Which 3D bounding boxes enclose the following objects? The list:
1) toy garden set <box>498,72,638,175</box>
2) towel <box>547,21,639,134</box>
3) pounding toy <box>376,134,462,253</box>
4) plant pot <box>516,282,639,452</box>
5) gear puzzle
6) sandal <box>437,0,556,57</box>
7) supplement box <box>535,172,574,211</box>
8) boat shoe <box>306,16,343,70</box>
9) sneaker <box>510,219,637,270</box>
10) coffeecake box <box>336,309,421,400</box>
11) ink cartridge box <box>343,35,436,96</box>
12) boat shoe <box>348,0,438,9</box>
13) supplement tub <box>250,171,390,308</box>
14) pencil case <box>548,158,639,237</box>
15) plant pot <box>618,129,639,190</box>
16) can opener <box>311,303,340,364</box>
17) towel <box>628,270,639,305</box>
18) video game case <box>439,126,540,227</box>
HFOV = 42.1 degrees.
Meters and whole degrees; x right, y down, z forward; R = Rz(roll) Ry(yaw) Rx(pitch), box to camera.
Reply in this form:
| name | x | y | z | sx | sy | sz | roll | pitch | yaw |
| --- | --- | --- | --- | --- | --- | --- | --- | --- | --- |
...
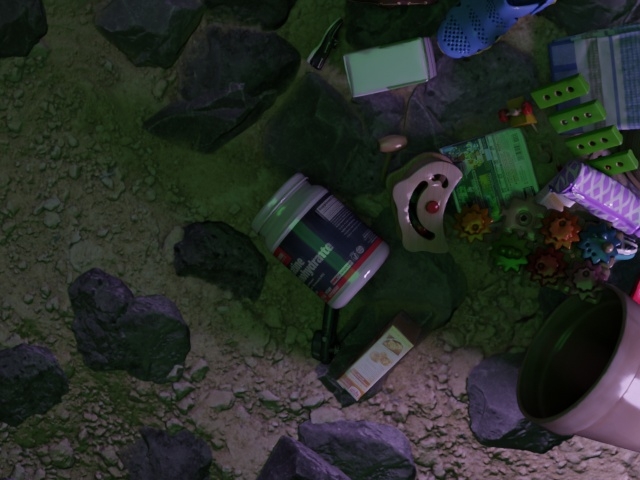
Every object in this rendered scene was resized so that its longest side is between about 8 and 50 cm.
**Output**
| name | x | y | z | sx | sy | sz | roll | pitch | yaw |
| --- | --- | --- | --- | --- | --- | --- | --- | --- | --- |
| toy garden set | 0.505 | -0.227 | 1.711 | 0.204 | 0.049 | 0.244 | -14 | 126 | 46 |
| towel | 0.600 | -0.325 | 1.663 | 0.285 | 0.034 | 0.209 | -2 | 101 | 42 |
| pounding toy | 0.220 | -0.116 | 1.818 | 0.154 | 0.155 | 0.269 | -15 | 114 | -2 |
| plant pot | 0.615 | 0.292 | 1.714 | 0.280 | 0.323 | 0.323 | 31 | 106 | -11 |
| gear puzzle | 0.436 | -0.005 | 1.712 | 0.339 | 0.044 | 0.175 | 21 | 88 | 17 |
| sandal | 0.374 | -0.484 | 1.693 | 0.317 | 0.138 | 0.126 | -34 | 93 | 18 |
| supplement box | 0.496 | -0.085 | 1.768 | 0.098 | 0.036 | 0.062 | -45 | 109 | 3 |
| boat shoe | 0.018 | -0.432 | 1.832 | 0.038 | 0.046 | 0.125 | 39 | 109 | 4 |
| sneaker | 0.532 | 0.024 | 1.782 | 0.275 | 0.107 | 0.110 | -2 | 119 | 18 |
| coffeecake box | 0.134 | 0.257 | 1.880 | 0.068 | 0.142 | 0.185 | 44 | 106 | 3 |
| ink cartridge box | 0.150 | -0.363 | 1.725 | 0.160 | 0.219 | 0.092 | -10 | 101 | 16 |
| boat shoe | 0.149 | -0.524 | 1.772 | 0.207 | 0.073 | 0.073 | 3 | 141 | 19 |
| supplement tub | 0.000 | 0.000 | 1.839 | 0.272 | 0.191 | 0.191 | 42 | 106 | 3 |
| pencil case | 0.579 | -0.088 | 1.711 | 0.206 | 0.088 | 0.086 | 26 | 124 | -13 |
| plant pot | 0.729 | -0.189 | 1.676 | 0.237 | 0.110 | 0.237 | 2 | 101 | 12 |
| can opener | 0.019 | 0.199 | 1.940 | 0.073 | 0.059 | 0.186 | 11 | 103 | 12 |
| towel | 0.809 | 0.092 | 1.749 | 0.275 | 0.031 | 0.199 | 20 | 105 | 9 |
| video game case | 0.375 | -0.131 | 1.815 | 0.183 | 0.023 | 0.201 | -16 | 97 | 15 |
